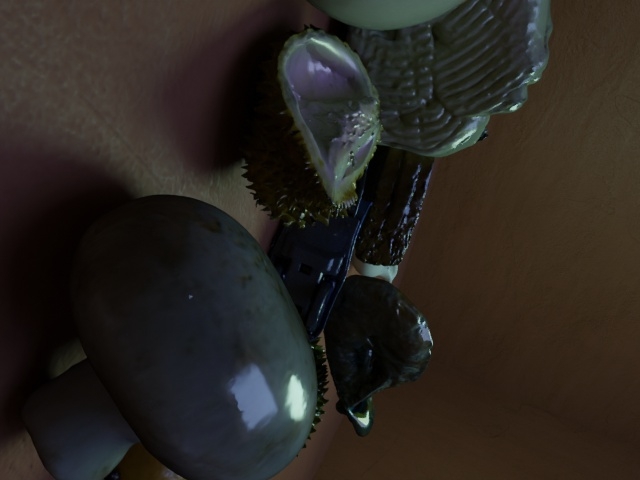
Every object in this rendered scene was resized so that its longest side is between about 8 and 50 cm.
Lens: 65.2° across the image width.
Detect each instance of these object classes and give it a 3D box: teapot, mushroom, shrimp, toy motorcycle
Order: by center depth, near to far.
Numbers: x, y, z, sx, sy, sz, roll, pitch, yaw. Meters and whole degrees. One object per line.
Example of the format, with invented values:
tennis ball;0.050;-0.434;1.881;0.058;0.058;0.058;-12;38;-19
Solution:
mushroom;-0.126;0.092;0.398;0.243;0.244;0.243;21;90;-75
toy motorcycle;0.000;0.000;0.827;0.212;0.125;0.358;-43;154;-76
shrimp;0.103;0.243;1.015;0.110;0.221;0.445;-49;152;-43
teapot;0.165;-0.004;1.338;0.204;0.140;0.298;-52;158;-40

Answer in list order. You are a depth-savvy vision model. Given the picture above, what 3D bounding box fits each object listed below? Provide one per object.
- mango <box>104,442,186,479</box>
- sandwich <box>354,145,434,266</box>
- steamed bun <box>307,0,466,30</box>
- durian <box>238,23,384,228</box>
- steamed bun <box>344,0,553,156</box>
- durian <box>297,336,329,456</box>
mango;-0.151;0.203;0.586;0.227;0.110;0.147;-52;133;-46
sandwich;0.130;-0.110;1.000;0.301;0.099;0.271;-94;-164;-77
steamed bun;0.110;-0.384;0.454;0.374;0.242;0.374;18;90;-76
durian;-0.015;-0.128;0.578;0.138;0.183;0.249;-31;-157;48
steamed bun;0.179;-0.273;0.741;0.275;0.320;0.206;66;22;-14
durian;-0.084;0.330;1.058;0.169;0.157;0.355;-28;-156;52
